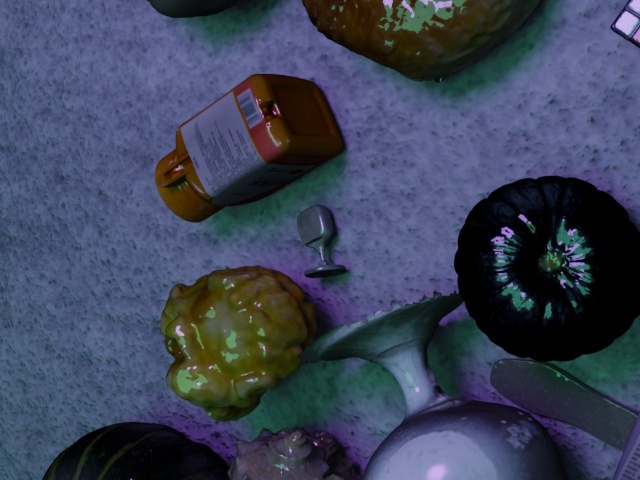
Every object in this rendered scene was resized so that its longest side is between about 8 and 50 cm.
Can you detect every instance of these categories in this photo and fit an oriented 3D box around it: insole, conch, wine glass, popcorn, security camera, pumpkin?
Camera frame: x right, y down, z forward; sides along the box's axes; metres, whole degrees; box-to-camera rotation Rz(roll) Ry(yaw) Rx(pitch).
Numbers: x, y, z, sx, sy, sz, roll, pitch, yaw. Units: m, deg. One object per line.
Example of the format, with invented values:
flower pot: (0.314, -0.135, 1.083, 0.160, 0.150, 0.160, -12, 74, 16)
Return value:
insole: (0.280, 0.182, 0.993, 0.192, 0.010, 0.063, 23, 105, 30)
conch: (-0.030, 0.328, 1.124, 0.178, 0.163, 0.245, 22, 124, 14)
wine glass: (0.133, 0.233, 0.969, 0.238, 0.238, 0.323, -33, 68, 30)
popcorn: (-0.104, 0.132, 1.124, 0.225, 0.200, 0.203, 2, 88, 28)
security camera: (0.000, 0.000, 1.141, 0.058, 0.058, 0.092, -16, 74, 33)
pumpkin: (-0.249, 0.407, 1.213, 0.323, 0.241, 0.324, 5, 98, 39)
pumpkin: (0.240, 0.030, 0.925, 0.201, 0.140, 0.202, -2, 81, 10)

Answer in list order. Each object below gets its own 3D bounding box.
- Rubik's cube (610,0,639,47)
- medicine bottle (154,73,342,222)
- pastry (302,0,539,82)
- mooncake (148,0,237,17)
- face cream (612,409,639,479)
Rubik's cube: (0.358, -0.218, 0.862, 0.092, 0.092, 0.092, 42, 114, 23)
medicine bottle: (-0.102, -0.113, 1.131, 0.222, 0.149, 0.112, -29, 79, 31)
pastry: (0.108, -0.343, 0.986, 0.329, 0.136, 0.330, 2, 94, 33)
mooncake: (-0.172, -0.417, 1.114, 0.275, 0.135, 0.275, 22, 116, 56)
face cream: (0.366, 0.222, 0.880, 0.154, 0.096, 0.274, 30, 86, 31)
